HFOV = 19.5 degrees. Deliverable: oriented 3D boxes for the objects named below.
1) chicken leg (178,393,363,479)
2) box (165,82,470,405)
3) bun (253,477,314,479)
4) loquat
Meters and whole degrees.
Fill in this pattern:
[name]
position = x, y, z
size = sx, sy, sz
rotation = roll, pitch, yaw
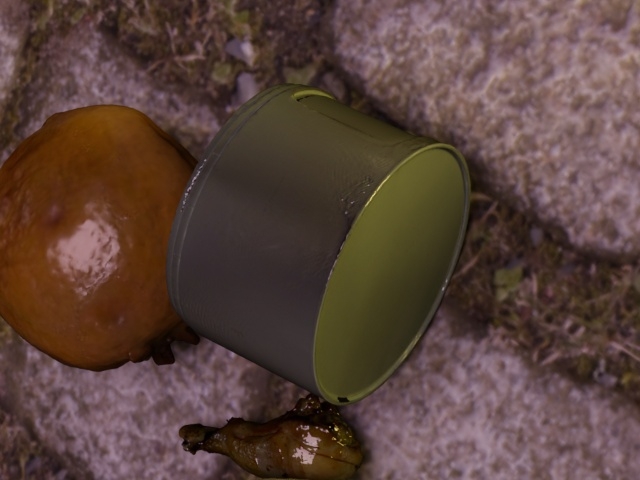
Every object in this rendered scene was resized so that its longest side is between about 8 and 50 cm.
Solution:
[chicken leg]
position = -0.043, 0.171, 1.608
size = 0.178, 0.093, 0.070
rotation = -3, 128, 35
[box]
position = 0.000, 0.000, 1.505
size = 0.149, 0.226, 0.226
rotation = 26, 98, 25
[bun]
position = -0.046, 0.366, 1.515
size = 0.361, 0.213, 0.361
rotation = -1, 86, 24
[loquat]
position = -0.193, -0.001, 1.621
size = 0.238, 0.193, 0.238
rotation = -2, 85, 19
